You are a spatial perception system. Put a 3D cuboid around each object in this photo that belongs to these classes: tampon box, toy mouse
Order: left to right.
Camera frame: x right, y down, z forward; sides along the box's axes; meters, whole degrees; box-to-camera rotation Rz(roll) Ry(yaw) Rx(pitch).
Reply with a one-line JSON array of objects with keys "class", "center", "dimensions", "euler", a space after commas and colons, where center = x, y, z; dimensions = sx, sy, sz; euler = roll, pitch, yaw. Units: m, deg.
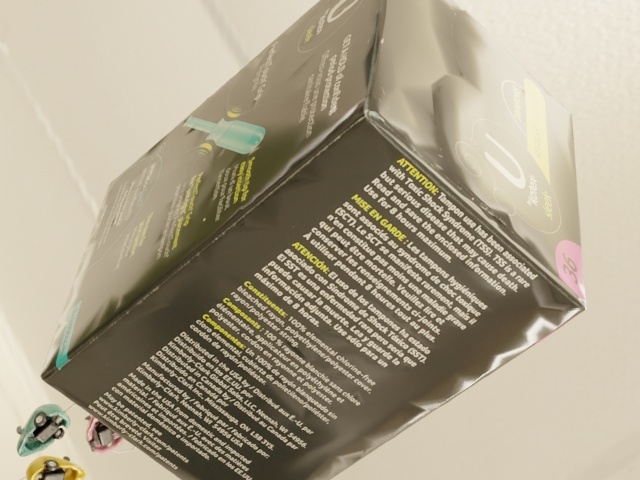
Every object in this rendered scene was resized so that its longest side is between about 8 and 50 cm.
[{"class": "toy mouse", "center": [-0.258, 0.196, 1.444], "dimensions": [0.031, 0.161, 0.143], "euler": [49, -47, 43]}, {"class": "tampon box", "center": [0.000, 0.000, 0.497], "dimensions": [0.101, 0.120, 0.161], "euler": [40, -58, -21]}]
